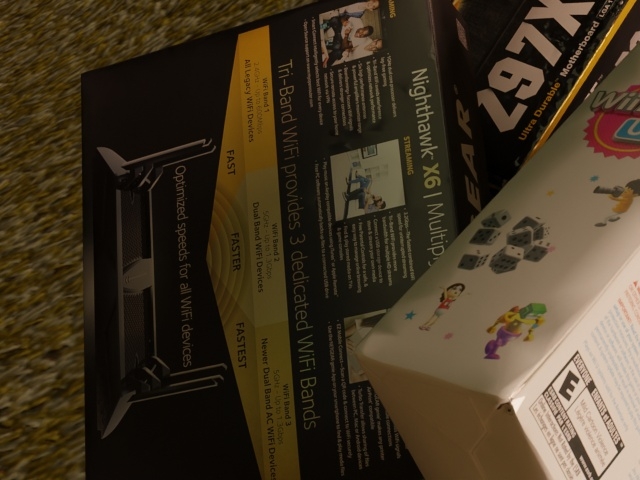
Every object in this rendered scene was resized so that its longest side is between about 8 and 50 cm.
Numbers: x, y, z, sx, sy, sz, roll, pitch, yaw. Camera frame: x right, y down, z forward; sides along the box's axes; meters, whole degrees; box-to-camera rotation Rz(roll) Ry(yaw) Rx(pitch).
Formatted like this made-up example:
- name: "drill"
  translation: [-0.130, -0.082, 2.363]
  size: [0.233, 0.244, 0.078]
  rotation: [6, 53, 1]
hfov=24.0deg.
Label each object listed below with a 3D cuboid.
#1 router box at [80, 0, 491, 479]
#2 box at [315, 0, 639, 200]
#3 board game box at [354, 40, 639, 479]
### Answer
- name: "router box"
  translation: [-0.020, 0.016, 0.896]
  size: [0.243, 0.081, 0.308]
  rotation: [-13, 66, 21]
- name: "box"
  translation: [0.142, -0.192, 1.077]
  size: [0.257, 0.079, 0.322]
  rotation: [29, 83, 42]
- name: "board game box"
  translation: [0.182, 0.040, 0.715]
  size: [0.097, 0.224, 0.303]
  rotation: [12, 49, 48]
